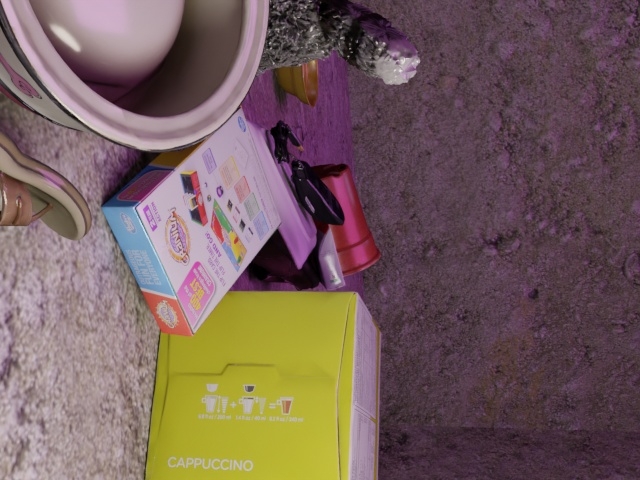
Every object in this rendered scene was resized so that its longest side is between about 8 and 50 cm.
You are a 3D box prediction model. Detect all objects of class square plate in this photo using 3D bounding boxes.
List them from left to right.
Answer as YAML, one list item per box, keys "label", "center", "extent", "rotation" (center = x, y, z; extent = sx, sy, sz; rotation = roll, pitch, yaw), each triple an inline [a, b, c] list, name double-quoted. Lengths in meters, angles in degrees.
- label: "square plate"
  center: [-0.088, -0.119, 1.716]
  extent: [0.347, 0.049, 0.344]
  rotation: [-59, 126, -83]

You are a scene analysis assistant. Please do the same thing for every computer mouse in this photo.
- label: "computer mouse"
  center: [-0.041, -0.145, 1.734]
  extent: [0.262, 0.060, 0.184]
  rotation: [48, 19, -34]

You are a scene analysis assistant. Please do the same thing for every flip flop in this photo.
- label: "flip flop"
  center: [-0.327, -0.061, 0.776]
  extent: [0.080, 0.112, 0.277]
  rotation: [-61, 163, -13]

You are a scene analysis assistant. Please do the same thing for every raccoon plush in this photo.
- label: "raccoon plush"
  center: [-0.073, -0.307, 1.353]
  extent: [0.216, 0.446, 0.299]
  rotation: [-17, 143, -38]

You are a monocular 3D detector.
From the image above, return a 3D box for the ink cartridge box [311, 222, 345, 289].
- label: "ink cartridge box"
  center: [0.000, 0.000, 1.916]
  extent: [0.181, 0.056, 0.224]
  rotation: [-141, -146, -81]

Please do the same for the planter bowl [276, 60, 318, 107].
- label: "planter bowl"
  center: [-0.069, -0.475, 2.138]
  extent: [0.217, 0.090, 0.217]
  rotation: [0, 90, -79]

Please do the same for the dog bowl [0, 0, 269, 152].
- label: "dog bowl"
  center: [-0.233, -0.300, 0.844]
  extent: [0.408, 0.150, 0.407]
  rotation: [-10, 102, -56]

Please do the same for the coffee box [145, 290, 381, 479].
- label: "coffee box"
  center: [-0.079, 0.288, 1.369]
  extent: [0.334, 0.338, 0.338]
  rotation: [58, 34, -68]

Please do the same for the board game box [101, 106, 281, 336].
- label: "board game box"
  center: [-0.190, -0.040, 1.247]
  extent: [0.316, 0.064, 0.242]
  rotation: [-54, 136, -46]

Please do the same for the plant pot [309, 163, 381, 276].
- label: "plant pot"
  center: [0.008, -0.060, 2.119]
  extent: [0.272, 0.273, 0.265]
  rotation: [-60, 140, -69]

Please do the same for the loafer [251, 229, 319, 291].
- label: "loafer"
  center: [-0.106, 0.037, 1.855]
  extent: [0.133, 0.130, 0.366]
  rotation: [65, 5, 28]
